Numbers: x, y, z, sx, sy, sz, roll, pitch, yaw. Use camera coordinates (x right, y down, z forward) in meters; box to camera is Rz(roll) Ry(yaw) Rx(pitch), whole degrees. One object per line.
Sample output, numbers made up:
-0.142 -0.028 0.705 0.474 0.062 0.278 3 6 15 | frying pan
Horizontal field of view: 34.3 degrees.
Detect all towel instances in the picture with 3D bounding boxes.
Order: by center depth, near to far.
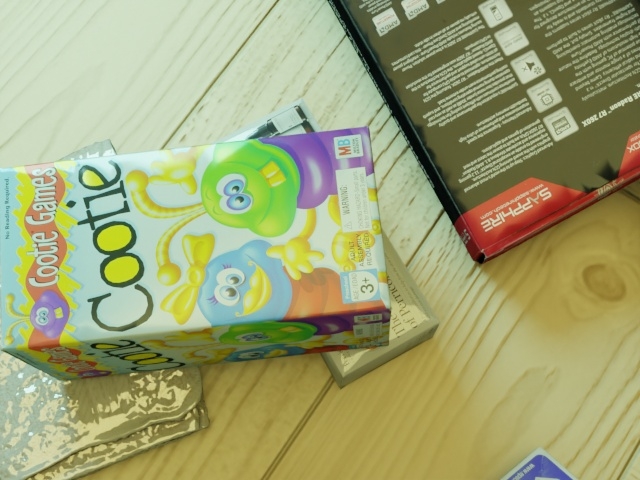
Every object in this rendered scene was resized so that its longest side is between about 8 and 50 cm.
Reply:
-0.221 0.063 0.895 0.187 0.049 0.282 -22 74 -8 | towel

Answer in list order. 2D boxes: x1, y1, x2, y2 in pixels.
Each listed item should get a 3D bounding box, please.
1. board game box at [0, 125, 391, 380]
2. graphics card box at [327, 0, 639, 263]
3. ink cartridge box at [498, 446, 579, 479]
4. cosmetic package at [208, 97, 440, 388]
-0.090 0.016 0.803 0.275 0.142 0.144 -7 74 1 | board game box
0.150 -0.193 0.918 0.233 0.094 0.371 -29 83 1 | graphics card box
0.172 0.282 0.768 0.206 0.045 0.208 -29 53 -31 | ink cartridge box
0.000 0.000 0.911 0.099 0.060 0.239 -29 75 -8 | cosmetic package
